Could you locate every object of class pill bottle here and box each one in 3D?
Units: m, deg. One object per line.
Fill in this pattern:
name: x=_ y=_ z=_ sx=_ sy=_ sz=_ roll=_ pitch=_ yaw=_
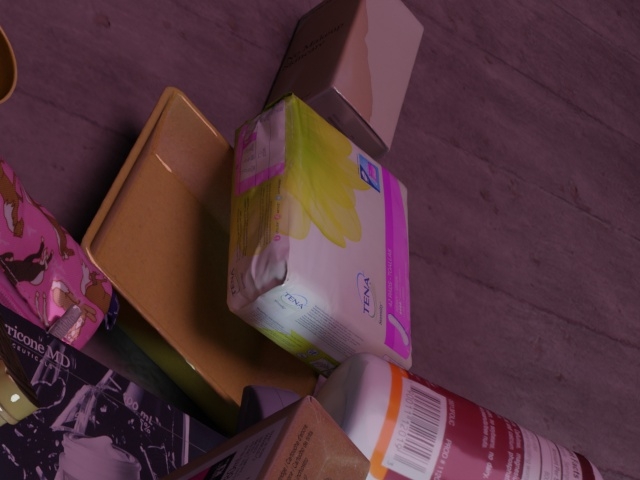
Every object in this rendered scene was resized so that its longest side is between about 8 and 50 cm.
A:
pill bottle: x=0.166 y=0.297 z=1.787 sx=0.392 sy=0.224 sz=0.224 roll=27 pitch=40 yaw=-11

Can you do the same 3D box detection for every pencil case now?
pencil case: x=-0.333 y=-0.036 z=1.451 sx=0.386 sy=0.167 sz=0.160 roll=58 pitch=43 yaw=-34

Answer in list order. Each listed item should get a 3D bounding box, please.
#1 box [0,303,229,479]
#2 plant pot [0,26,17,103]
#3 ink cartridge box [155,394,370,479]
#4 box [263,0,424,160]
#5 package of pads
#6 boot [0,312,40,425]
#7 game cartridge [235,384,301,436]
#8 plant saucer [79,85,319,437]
box: x=-0.238 y=0.269 z=1.401 sx=0.343 sy=0.179 sz=0.312 roll=36 pitch=38 yaw=-36
plant pot: x=-0.380 y=-0.170 z=1.634 sx=0.134 sy=0.095 sz=0.134 roll=35 pitch=40 yaw=-36
ink cartridge box: x=-0.083 y=0.249 z=1.282 sx=0.088 sy=0.193 sz=0.235 roll=50 pitch=32 yaw=-14
box: x=0.030 y=-0.214 z=2.228 sx=0.121 sy=0.148 sz=0.311 roll=47 pitch=32 yaw=-22
package of pads: x=0.000 y=0.000 z=1.893 sx=0.229 sy=0.101 sz=0.296 roll=37 pitch=38 yaw=-35
boot: x=-0.374 y=0.109 z=1.272 sx=0.236 sy=0.269 sz=0.089 roll=59 pitch=-2 yaw=39
game cartridge: x=-0.051 y=0.252 z=1.591 sx=0.062 sy=0.198 sz=0.297 roll=12 pitch=12 yaw=-10
plant saucer: x=-0.129 y=0.042 z=1.844 sx=0.333 sy=0.081 sz=0.333 roll=49 pitch=33 yaw=-21
